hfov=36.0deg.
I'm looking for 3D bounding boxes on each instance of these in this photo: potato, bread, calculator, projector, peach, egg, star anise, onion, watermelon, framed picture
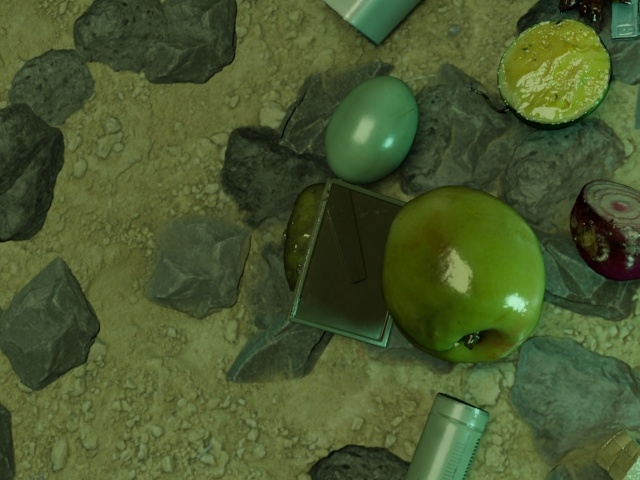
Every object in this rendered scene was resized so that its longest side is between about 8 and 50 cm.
[{"bbox_3d":[0.000,0.000,1.979,0.149,0.113,0.251,2,74,21],"label":"potato"},{"bbox_3d":[0.577,0.420,1.742,0.152,0.105,0.077,40,95,-10],"label":"bread"},{"bbox_3d":[0.591,-0.469,1.906,0.057,0.018,0.172,-1,80,19],"label":"calculator"},{"bbox_3d":[0.207,0.455,1.821,0.108,0.108,0.337,21,87,22],"label":"projector"},{"bbox_3d":[0.252,0.058,1.788,0.314,0.281,0.315,-7,70,24],"label":"peach"},{"bbox_3d":[0.102,-0.218,1.950,0.168,0.168,0.230,28,86,22],"label":"egg"},{"bbox_3d":[0.526,-0.491,1.901,0.168,0.057,0.167,-2,84,15],"label":"star anise"},{"bbox_3d":[0.561,-0.018,1.775,0.195,0.218,0.139,45,138,50],"label":"onion"},{"bbox_3d":[0.440,-0.299,1.868,0.204,0.127,0.232,44,94,21],"label":"watermelon"},{"bbox_3d":[0.070,0.044,1.923,0.211,0.020,0.289,17,86,-19],"label":"framed picture"}]

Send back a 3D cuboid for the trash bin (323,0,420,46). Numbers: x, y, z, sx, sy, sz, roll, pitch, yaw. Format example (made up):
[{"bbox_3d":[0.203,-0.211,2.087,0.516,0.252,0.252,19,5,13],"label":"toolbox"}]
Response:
[{"bbox_3d":[0.159,-0.585,1.970,0.296,0.256,0.367,43,102,19],"label":"trash bin"}]
